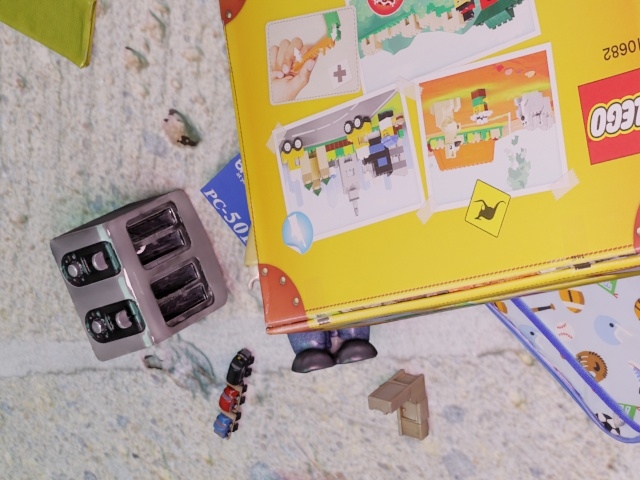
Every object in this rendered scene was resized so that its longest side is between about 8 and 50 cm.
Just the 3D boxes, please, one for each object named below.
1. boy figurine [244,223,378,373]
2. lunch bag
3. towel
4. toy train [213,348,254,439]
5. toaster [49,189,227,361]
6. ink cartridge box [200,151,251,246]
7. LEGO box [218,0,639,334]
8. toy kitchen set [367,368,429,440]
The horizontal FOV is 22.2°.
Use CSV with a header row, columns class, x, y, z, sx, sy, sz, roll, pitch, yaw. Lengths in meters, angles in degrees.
class,x,y,z,sx,sy,sz,roll,pitch,yaw
boy figurine,0.000,0.000,1.833,0.177,0.092,0.285,-8,89,-3
lunch bag,0.294,0.061,1.658,0.303,0.115,0.243,49,138,4
towel,-0.376,-0.304,2.023,0.237,0.021,0.102,30,133,20
toy train,-0.115,0.205,2.130,0.027,0.036,0.158,31,133,19
toaster,-0.218,0.040,2.019,0.110,0.186,0.168,-15,99,41
ink cartridge box,-0.042,-0.010,1.926,0.207,0.046,0.097,51,134,0
LEGO box,0.156,-0.133,1.490,0.500,0.193,0.372,-13,83,43
toy kitchen set,0.080,0.204,1.945,0.068,0.075,0.083,11,119,35
